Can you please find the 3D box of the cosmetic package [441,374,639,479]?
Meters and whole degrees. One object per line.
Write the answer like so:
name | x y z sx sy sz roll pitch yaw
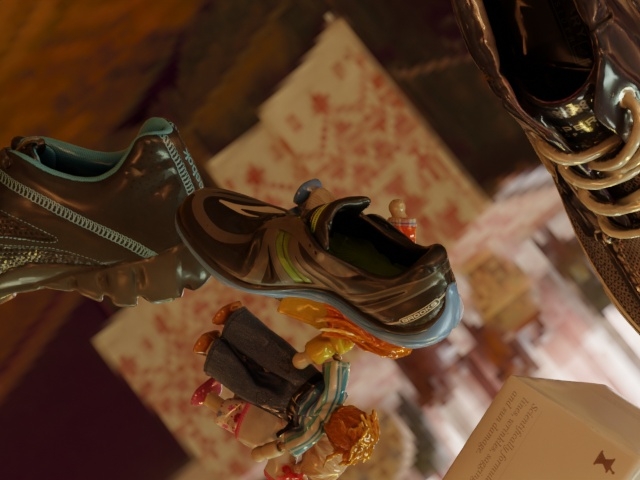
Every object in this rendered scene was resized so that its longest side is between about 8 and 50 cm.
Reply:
cosmetic package | 0.242 0.260 1.923 0.217 0.156 0.385 -58 158 5

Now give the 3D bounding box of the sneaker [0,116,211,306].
sneaker | -0.254 -0.019 1.557 0.341 0.139 0.125 -8 -156 5

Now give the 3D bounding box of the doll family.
doll family | -0.008 0.087 1.499 0.118 0.163 0.263 -9 129 -62

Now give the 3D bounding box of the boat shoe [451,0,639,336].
boat shoe | 0.178 -0.049 1.183 0.127 0.340 0.158 -29 179 23

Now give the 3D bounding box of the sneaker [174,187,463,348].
sneaker | 0.000 0.000 1.149 0.067 0.188 0.078 -45 144 -40
